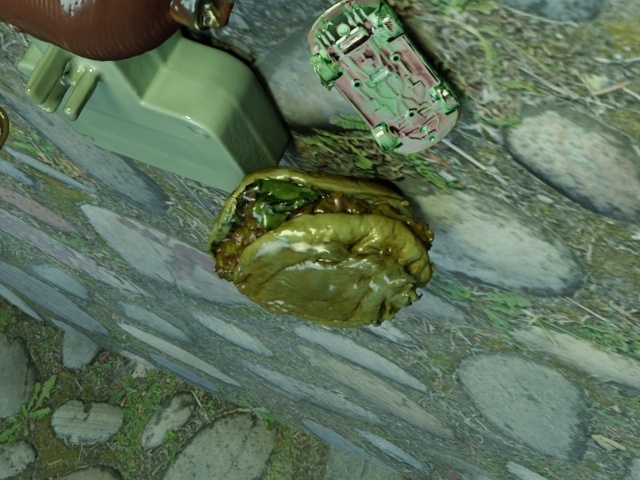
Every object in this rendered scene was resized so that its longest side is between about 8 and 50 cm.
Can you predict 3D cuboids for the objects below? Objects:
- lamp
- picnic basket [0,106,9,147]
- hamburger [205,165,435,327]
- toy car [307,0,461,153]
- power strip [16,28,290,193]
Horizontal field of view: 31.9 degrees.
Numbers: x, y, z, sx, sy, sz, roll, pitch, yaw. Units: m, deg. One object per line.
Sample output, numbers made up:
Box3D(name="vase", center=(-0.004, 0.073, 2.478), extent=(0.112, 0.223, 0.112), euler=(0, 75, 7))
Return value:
Box3D(name="lamp", center=(-0.162, -0.217, 0.722), extent=(0.258, 0.180, 0.180), euler=(25, 162, 6))
Box3D(name="picnic basket", center=(-0.568, -0.162, 1.346), extent=(0.321, 0.254, 0.291), euler=(45, 159, -11))
Box3D(name="hamburger", center=(0.000, 0.000, 1.066), extent=(0.206, 0.130, 0.183), euler=(15, 147, -10))
Box3D(name="toy car", center=(0.047, -0.121, 0.820), extent=(0.142, 0.069, 0.055), euler=(44, -161, -40))
Box3D(name="power strip", center=(-0.176, -0.132, 1.021), extent=(0.229, 0.141, 0.261), euler=(21, 163, 23))
